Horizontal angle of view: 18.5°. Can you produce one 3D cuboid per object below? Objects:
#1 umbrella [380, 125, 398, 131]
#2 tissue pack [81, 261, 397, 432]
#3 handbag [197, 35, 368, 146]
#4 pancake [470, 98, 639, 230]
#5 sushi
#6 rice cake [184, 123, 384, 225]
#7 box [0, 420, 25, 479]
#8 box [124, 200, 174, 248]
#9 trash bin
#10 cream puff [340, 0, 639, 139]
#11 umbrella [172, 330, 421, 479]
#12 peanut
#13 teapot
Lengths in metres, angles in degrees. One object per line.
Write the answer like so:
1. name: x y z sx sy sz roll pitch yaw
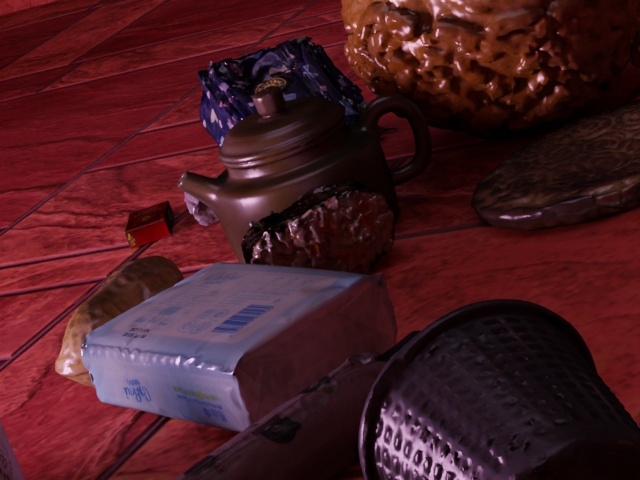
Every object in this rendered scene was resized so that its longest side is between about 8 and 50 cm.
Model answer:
1. umbrella: 0.036 -0.136 2.422 0.149 0.022 0.022 -7 64 38
2. tissue pack: -0.074 0.092 1.744 0.177 0.089 0.263 -30 17 -32
3. handbag: -0.035 -0.145 2.262 0.162 0.113 0.260 -17 39 -16
4. pancake: 0.289 -0.083 1.957 0.286 0.033 0.288 -14 19 16
5. sushi: 0.000 0.000 1.934 0.150 0.090 0.078 -24 14 -7
6. rice cake: -0.043 -0.089 2.321 0.270 0.049 0.055 -28 41 -23
7. box: -0.375 0.260 1.567 0.210 0.095 0.330 -17 16 10
8. box: -0.202 -0.019 2.332 0.051 0.023 0.082 -20 17 5
9. trash bin: 0.136 0.144 1.243 0.175 0.175 0.161 -25 28 -14
10. cream puff: 0.190 -0.226 2.153 0.343 0.231 0.327 2 4 -34
11. umbrella: -0.025 0.163 1.495 0.067 0.073 0.337 23 42 39
12. peanut: -0.188 0.082 1.913 0.093 0.083 0.194 22 37 12
13. teapot: -0.015 -0.081 2.056 0.268 0.175 0.185 -22 19 -4
